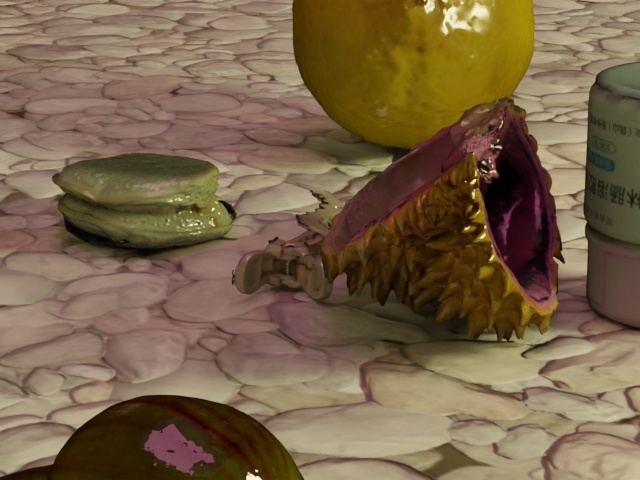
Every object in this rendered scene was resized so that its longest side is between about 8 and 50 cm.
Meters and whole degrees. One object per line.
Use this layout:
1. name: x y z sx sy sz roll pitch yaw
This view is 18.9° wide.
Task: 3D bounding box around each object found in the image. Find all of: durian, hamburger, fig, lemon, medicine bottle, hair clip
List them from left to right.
1. fig: -0.110 0.134 0.957 0.236 0.124 0.124 -1 13 42
2. hamburger: -0.143 -0.033 1.542 0.140 0.062 0.133 5 14 22
3. hair clip: 0.000 0.000 1.482 0.072 0.034 0.226 8 17 13
4. lemon: 0.086 -0.198 1.785 0.236 0.235 0.263 12 1 34
5. durian: 0.083 -0.009 1.349 0.187 0.153 0.260 -7 14 28
6. medicine bottle: 0.252 -0.032 1.358 0.135 0.168 0.135 -1 18 0
